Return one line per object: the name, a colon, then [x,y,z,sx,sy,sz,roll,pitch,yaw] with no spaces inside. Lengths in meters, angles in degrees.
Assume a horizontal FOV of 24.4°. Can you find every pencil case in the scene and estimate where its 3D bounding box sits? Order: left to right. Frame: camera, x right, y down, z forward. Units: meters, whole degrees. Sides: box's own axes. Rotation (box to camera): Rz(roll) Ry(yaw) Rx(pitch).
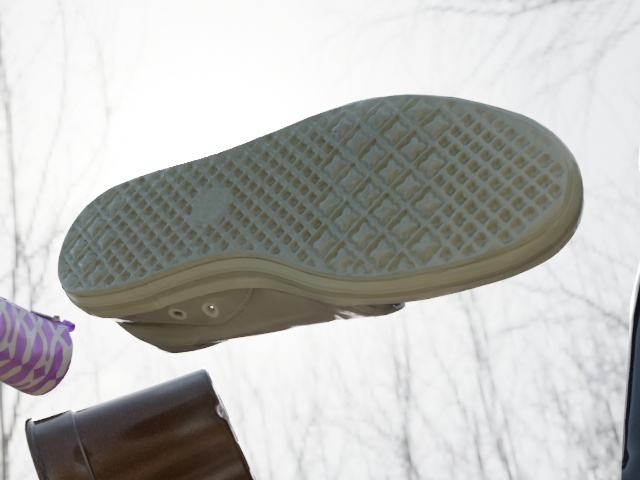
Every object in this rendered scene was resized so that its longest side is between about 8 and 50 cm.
pencil case: [-0.326,0.082,1.441,0.088,0.086,0.206,-56,-41,-2]

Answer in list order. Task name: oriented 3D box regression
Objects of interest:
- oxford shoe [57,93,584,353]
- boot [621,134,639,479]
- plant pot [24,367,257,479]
oxford shoe: [0.000,0.000,1.118,0.449,0.169,0.130,-11,-39,34]
boot: [0.347,0.038,0.834,0.367,0.445,0.146,-15,-51,28]
plant pot: [-0.150,0.201,1.303,0.165,0.167,0.167,-23,-32,-5]
